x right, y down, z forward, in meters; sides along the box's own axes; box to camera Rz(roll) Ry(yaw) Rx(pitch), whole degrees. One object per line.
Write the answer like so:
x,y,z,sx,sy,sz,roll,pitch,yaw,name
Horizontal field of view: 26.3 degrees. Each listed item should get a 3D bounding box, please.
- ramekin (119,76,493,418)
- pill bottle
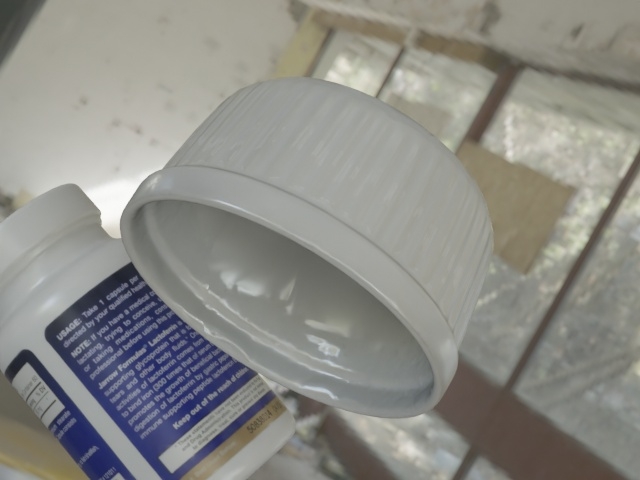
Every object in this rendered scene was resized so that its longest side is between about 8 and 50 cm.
0.000,0.000,0.786,0.207,0.109,0.207,25,-26,13,ramekin
-0.156,0.094,1.071,0.264,0.153,0.153,50,4,4,pill bottle
